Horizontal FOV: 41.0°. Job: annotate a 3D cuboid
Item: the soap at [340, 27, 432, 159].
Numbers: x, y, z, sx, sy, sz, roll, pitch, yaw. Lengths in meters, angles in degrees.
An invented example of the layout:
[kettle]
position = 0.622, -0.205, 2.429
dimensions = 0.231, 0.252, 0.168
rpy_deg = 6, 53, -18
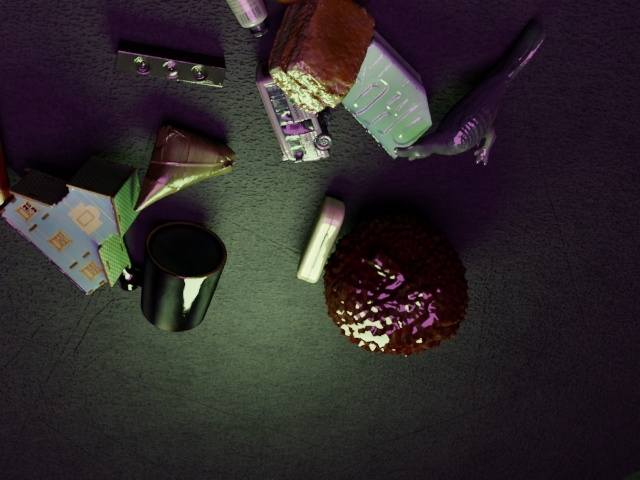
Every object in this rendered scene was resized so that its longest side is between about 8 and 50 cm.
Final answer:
[soap]
position = 0.118, -0.270, 1.606
dimensions = 0.145, 0.091, 0.230
rpy_deg = -40, 123, 21

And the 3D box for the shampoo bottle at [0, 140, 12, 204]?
[shampoo bottle]
position = -0.641, -0.195, 1.545
dimensions = 0.118, 0.076, 0.314
rpy_deg = 0, 128, -6

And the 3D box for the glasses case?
[glasses case]
position = 0.000, 0.000, 1.800
dimensions = 0.050, 0.083, 0.196
rpy_deg = 19, 122, -5

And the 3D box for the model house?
[model house]
position = -0.432, -0.060, 1.610
dimensions = 0.206, 0.178, 0.271
rpy_deg = -36, 105, 26

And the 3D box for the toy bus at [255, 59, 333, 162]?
[toy bus]
position = -0.047, -0.243, 1.595
dimensions = 0.108, 0.096, 0.199
rpy_deg = -15, 127, 8

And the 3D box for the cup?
[cup]
position = -0.316, 0.058, 1.783
dimensions = 0.166, 0.239, 0.177
rpy_deg = -30, 150, -42

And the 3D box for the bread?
[bread]
position = 0.001, -0.331, 1.469
dimensions = 0.138, 0.196, 0.102
rpy_deg = 33, 156, -30

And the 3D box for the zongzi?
[zongzi]
position = -0.254, -0.118, 1.627
dimensions = 0.160, 0.078, 0.176
rpy_deg = 17, 83, -21

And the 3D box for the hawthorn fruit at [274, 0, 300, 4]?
[hawthorn fruit]
position = -0.027, -0.471, 1.382
dimensions = 0.189, 0.149, 0.149
rpy_deg = -28, 127, 21

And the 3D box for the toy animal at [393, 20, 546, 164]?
[toy animal]
position = 0.300, -0.233, 1.637
dimensions = 0.367, 0.081, 0.206
rpy_deg = -42, 148, -6

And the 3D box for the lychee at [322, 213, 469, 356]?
[lychee]
position = 0.157, 0.095, 1.780
dimensions = 0.305, 0.306, 0.330
rpy_deg = -19, 156, 6

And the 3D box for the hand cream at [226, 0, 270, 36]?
[hand cream]
position = -0.153, -0.453, 1.449
dimensions = 0.080, 0.050, 0.234
rpy_deg = -23, 123, 9

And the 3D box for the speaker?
[speaker]
position = -0.267, -0.316, 1.532
dimensions = 0.191, 0.046, 0.040
rpy_deg = 6, 128, -16
